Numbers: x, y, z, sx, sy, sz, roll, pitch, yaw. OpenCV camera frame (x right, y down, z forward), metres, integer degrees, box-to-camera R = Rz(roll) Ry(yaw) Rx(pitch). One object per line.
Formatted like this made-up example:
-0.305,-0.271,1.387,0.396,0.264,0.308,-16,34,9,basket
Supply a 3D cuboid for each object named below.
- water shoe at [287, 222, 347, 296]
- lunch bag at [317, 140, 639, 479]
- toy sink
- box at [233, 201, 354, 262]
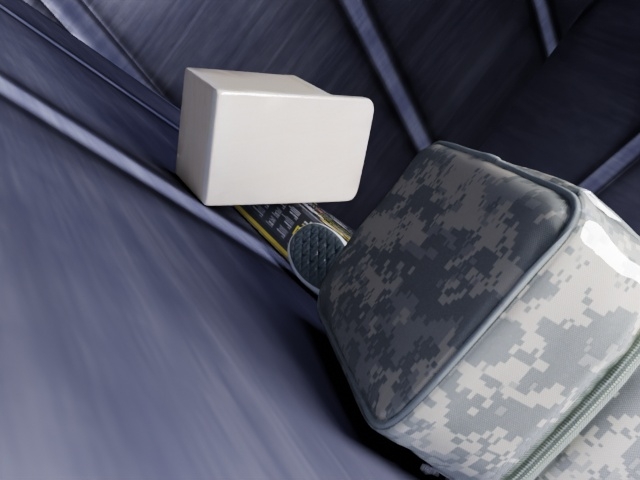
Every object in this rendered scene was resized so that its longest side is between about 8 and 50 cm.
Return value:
0.031,0.061,0.807,0.203,0.073,0.080,47,-9,35,water shoe
0.162,0.083,0.533,0.256,0.212,0.305,35,5,-17,lunch bag
-0.067,-0.145,0.926,0.234,0.153,0.131,-5,28,-30,toy sink
0.000,0.000,1.055,0.257,0.079,0.322,30,8,-42,box
